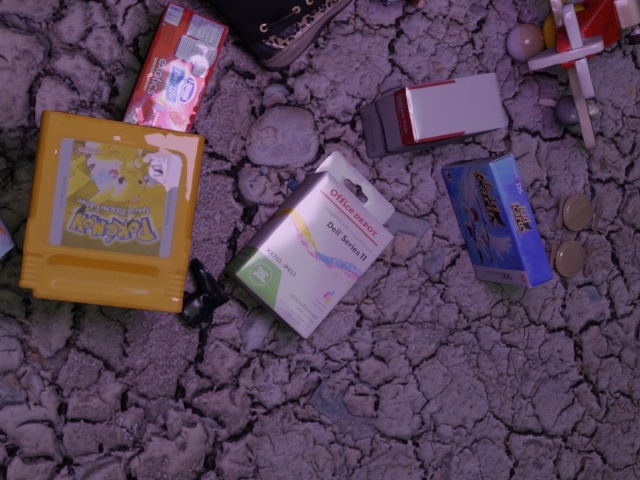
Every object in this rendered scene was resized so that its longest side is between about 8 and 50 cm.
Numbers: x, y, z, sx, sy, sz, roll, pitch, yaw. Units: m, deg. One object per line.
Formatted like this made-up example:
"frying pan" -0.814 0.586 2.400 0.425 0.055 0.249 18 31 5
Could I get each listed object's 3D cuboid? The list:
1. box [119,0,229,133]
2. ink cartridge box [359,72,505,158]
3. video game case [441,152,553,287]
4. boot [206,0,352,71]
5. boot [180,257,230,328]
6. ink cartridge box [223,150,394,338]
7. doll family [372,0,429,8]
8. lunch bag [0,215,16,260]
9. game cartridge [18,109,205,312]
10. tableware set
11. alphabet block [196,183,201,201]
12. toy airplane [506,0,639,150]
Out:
"box" -0.288 -0.313 1.762 0.128 0.122 0.257 21 85 -16
"ink cartridge box" 0.219 -0.249 1.845 0.197 0.273 0.114 -11 91 -17
"video game case" 0.365 -0.041 1.907 0.061 0.244 0.269 -22 97 -15
"boot" -0.069 -0.547 1.749 0.377 0.138 0.284 -48 127 9
"boot" -0.251 0.109 1.828 0.099 0.045 0.121 -38 103 -10
"ink cartridge box" 0.000 0.000 1.861 0.207 0.119 0.353 43 79 -13
"doll family" 0.178 -0.589 1.921 0.163 0.118 0.263 -10 76 -11
"lunch bag" -0.653 -0.033 1.585 0.160 0.262 0.223 -38 102 -13
"game cartridge" -0.363 -0.047 1.589 0.285 0.052 0.324 7 88 -17
"tableware set" 0.572 -0.013 2.082 0.128 0.039 0.194 6 95 -29
"alphabet block" -0.355 -0.040 1.716 0.193 0.192 0.197 18 85 -15
"toy airplane" 0.516 -0.427 1.934 0.384 0.272 0.386 27 67 -48
